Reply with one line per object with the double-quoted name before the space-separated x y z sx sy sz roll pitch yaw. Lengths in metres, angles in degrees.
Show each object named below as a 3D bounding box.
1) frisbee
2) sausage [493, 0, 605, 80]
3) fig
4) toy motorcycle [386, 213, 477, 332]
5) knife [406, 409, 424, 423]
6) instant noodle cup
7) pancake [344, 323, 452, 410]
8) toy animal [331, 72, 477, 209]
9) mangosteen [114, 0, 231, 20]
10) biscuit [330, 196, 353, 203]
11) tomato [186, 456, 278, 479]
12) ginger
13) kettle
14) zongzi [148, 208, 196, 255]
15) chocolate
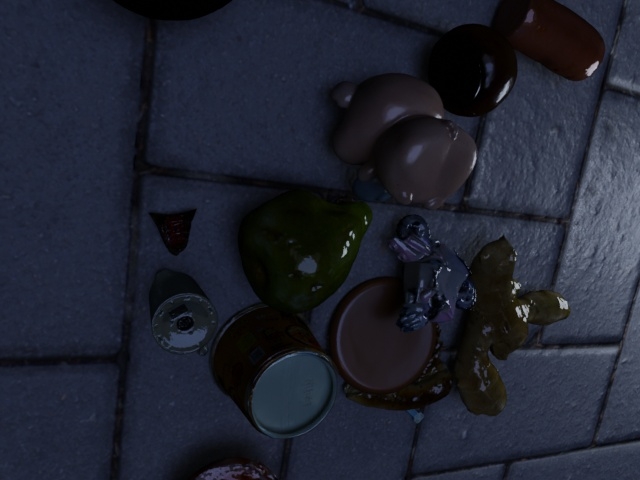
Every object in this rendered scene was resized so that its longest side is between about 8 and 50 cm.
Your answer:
"frisbee" 0.137 0.201 1.021 0.251 0.021 0.250 0 90 -18
"sausage" 0.478 -0.412 0.991 0.259 0.113 0.113 14 97 -25
"fig" 0.000 0.000 0.855 0.275 0.206 0.206 -23 112 -31
"toy motorcycle" 0.204 0.088 0.974 0.239 0.108 0.204 42 66 0
"knife" 0.209 0.395 1.137 0.027 0.010 0.096 -46 114 -6
"instant noodle cup" -0.077 0.239 0.880 0.216 0.172 0.215 -6 104 -23
"pancake" 0.196 0.262 1.070 0.266 0.057 0.244 15 96 -24
"toy animal" 0.142 -0.173 0.838 0.210 0.221 0.229 0 100 -33
"mangosteen" -0.205 -0.441 0.606 0.297 0.313 0.297 -35 151 -23
"biscuit" 0.035 -0.046 0.943 0.082 0.016 0.092 41 87 -25
"tomato" -0.192 0.500 0.933 0.228 0.112 0.199 -25 104 -15
"ginger" 0.392 0.193 1.119 0.363 0.122 0.348 -46 114 0
"kettle" -0.221 0.118 0.801 0.127 0.148 0.098 33 87 -25
"zongzi" -0.254 -0.022 0.813 0.073 0.067 0.083 14 79 -14
"chocolate" 0.289 -0.320 0.917 0.177 0.177 0.176 -6 106 -22
